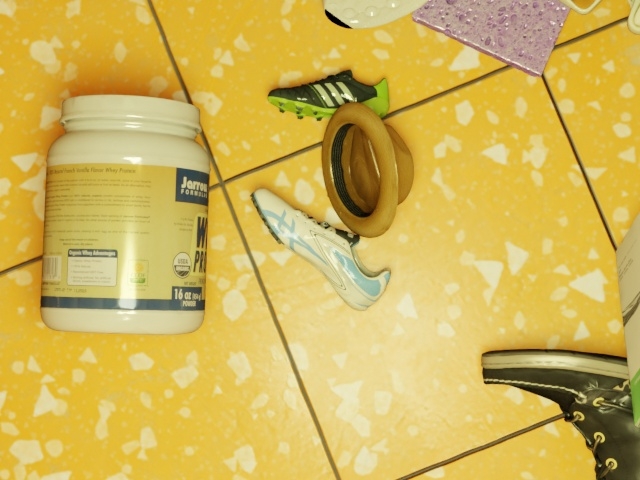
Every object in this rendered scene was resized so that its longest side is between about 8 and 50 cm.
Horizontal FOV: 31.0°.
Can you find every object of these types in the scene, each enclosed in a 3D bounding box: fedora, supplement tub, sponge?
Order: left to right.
[{"bbox_3d":[-0.268,-0.031,1.600,0.228,0.228,0.316,2,88,3],"label":"supplement tub"},{"bbox_3d":[0.077,-0.103,1.642,0.079,0.194,0.194,-13,86,-34],"label":"fedora"},{"bbox_3d":[0.251,-0.333,1.687,0.210,0.031,0.117,25,89,4],"label":"sponge"}]

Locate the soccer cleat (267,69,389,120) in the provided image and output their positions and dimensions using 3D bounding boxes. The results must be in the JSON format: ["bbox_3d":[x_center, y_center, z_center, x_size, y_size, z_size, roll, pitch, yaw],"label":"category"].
[{"bbox_3d":[0.013,-0.213,1.685,0.179,0.060,0.072,5,78,-3],"label":"soccer cleat"}]

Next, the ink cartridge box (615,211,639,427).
[{"bbox_3d":[0.520,0.107,1.528,0.211,0.121,0.289,7,53,-5],"label":"ink cartridge box"}]

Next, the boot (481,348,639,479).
[{"bbox_3d":[0.395,0.302,1.602,0.377,0.138,0.284,9,88,-2],"label":"boot"}]

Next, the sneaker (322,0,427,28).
[{"bbox_3d":[0.126,-0.476,1.673,0.323,0.130,0.236,-35,43,31],"label":"sneaker"}]

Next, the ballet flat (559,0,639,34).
[{"bbox_3d":[0.429,-0.364,1.632,0.400,0.139,0.139,27,89,11],"label":"ballet flat"}]

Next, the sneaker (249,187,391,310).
[{"bbox_3d":[0.000,0.000,1.656,0.237,0.085,0.086,41,97,-1],"label":"sneaker"}]
